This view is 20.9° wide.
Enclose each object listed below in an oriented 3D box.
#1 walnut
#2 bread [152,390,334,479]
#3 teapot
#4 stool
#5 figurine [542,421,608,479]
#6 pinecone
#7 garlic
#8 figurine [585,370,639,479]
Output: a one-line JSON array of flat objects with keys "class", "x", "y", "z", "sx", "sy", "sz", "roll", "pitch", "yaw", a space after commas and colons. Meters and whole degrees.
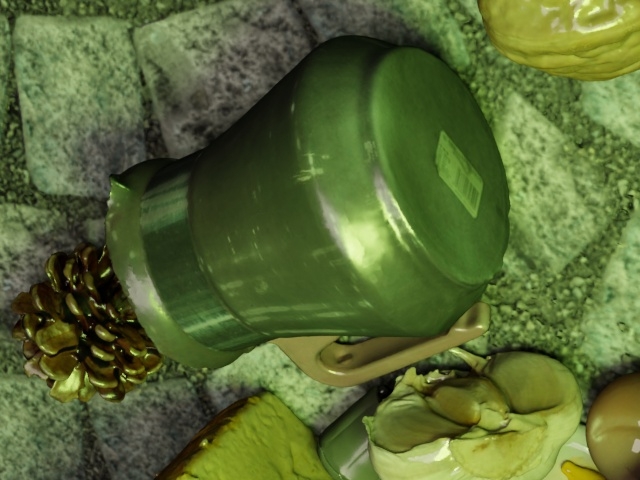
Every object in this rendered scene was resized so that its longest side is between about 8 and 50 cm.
[{"class": "walnut", "x": 0.253, "y": -0.256, "z": 1.608, "sx": 0.228, "sy": 0.228, "sz": 0.228, "roll": 6, "pitch": 109, "yaw": 18}, {"class": "bread", "x": -0.118, "y": 0.336, "z": 1.890, "sx": 0.207, "sy": 0.279, "sz": 0.279, "roll": 44, "pitch": 118, "yaw": 3}, {"class": "teapot", "x": 0.000, "y": 0.000, "z": 1.763, "sx": 0.362, "sy": 0.305, "sz": 0.376, "roll": -20, "pitch": 129, "yaw": 33}, {"class": "stool", "x": 0.058, "y": 0.218, "z": 1.891, "sx": 0.096, "sy": 0.096, "sz": 0.110, "roll": 43, "pitch": 109, "yaw": 3}, {"class": "figurine", "x": 0.293, "y": 0.312, "z": 1.811, "sx": 0.250, "sy": 0.141, "sz": 0.166, "roll": 36, "pitch": 116, "yaw": 6}, {"class": "pinecone", "x": -0.246, "y": 0.089, "z": 1.928, "sx": 0.195, "sy": 0.150, "sz": 0.179, "roll": -33, "pitch": 88, "yaw": 22}, {"class": "garlic", "x": 0.164, "y": 0.208, "z": 1.801, "sx": 0.229, "sy": 0.178, "sz": 0.142, "roll": -23, "pitch": 116, "yaw": -8}, {"class": "figurine", "x": 0.451, "y": 0.162, "z": 1.657, "sx": 0.248, "sy": 0.276, "sz": 0.388, "roll": 25, "pitch": 118, "yaw": -15}]
